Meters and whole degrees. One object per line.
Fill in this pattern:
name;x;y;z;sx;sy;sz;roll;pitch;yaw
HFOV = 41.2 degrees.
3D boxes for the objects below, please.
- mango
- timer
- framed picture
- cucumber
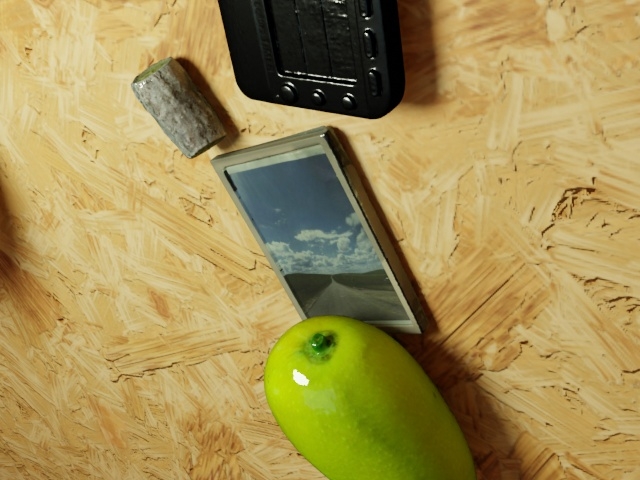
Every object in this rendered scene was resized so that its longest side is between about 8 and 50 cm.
mango;0.066;0.222;0.986;0.192;0.156;0.343;-5;130;51
timer;-0.008;-0.191;0.779;0.187;0.055;0.144;16;130;34
framed picture;0.000;0.000;0.958;0.189;0.023;0.259;-6;120;45
cucumber;-0.153;-0.141;0.927;0.064;0.064;0.112;-16;116;45
